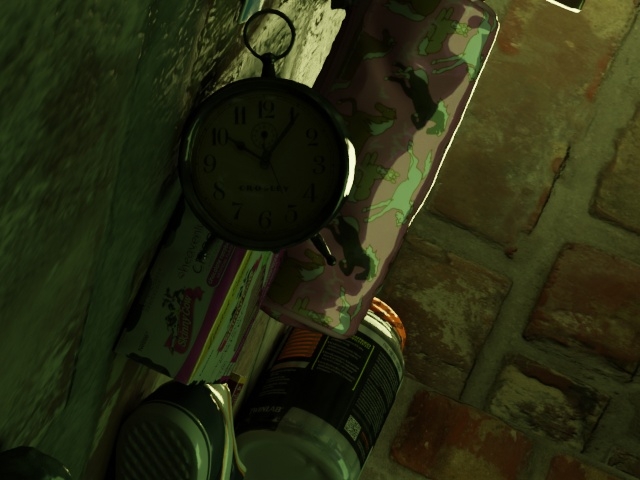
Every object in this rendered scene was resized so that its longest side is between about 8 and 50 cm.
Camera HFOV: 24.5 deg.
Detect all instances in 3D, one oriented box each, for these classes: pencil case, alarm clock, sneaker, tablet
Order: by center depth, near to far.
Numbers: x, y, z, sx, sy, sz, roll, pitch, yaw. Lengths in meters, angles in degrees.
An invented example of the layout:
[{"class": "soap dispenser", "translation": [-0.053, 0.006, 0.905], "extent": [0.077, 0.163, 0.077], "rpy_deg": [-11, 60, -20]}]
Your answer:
[{"class": "alarm clock", "translation": [-0.038, -0.078, 1.115], "extent": [0.064, 0.129, 0.192], "rpy_deg": [-47, 139, -77]}, {"class": "tablet", "translation": [-0.043, -0.206, 1.120], "extent": [0.054, 0.006, 0.083], "rpy_deg": [-49, 161, -70]}, {"class": "sneaker", "translation": [-0.148, 0.273, 1.447], "extent": [0.127, 0.126, 0.321], "rpy_deg": [-46, 158, -58]}, {"class": "pencil case", "translation": [0.036, -0.088, 1.496], "extent": [0.160, 0.167, 0.386], "rpy_deg": [-10, 123, -83]}]

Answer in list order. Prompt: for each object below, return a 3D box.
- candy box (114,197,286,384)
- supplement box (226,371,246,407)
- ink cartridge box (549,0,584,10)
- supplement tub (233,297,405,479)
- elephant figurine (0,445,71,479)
[{"class": "candy box", "translation": [-0.096, 0.043, 1.294], "extent": [0.233, 0.071, 0.159], "rpy_deg": [45, 69, -83]}, {"class": "supplement box", "translation": [-0.125, 0.178, 1.629], "extent": [0.043, 0.055, 0.083], "rpy_deg": [53, 60, -82]}, {"class": "ink cartridge box", "translation": [0.237, -0.401, 1.739], "extent": [0.088, 0.235, 0.193], "rpy_deg": [-42, 154, -78]}, {"class": "supplement tub", "translation": [0.006, 0.247, 2.316], "extent": [0.207, 0.207, 0.338], "rpy_deg": [107, 9, -46]}, {"class": "elephant figurine", "translation": [-0.129, 0.241, 0.938], "extent": [0.186, 0.239, 0.169], "rpy_deg": [-57, 169, -56]}]
